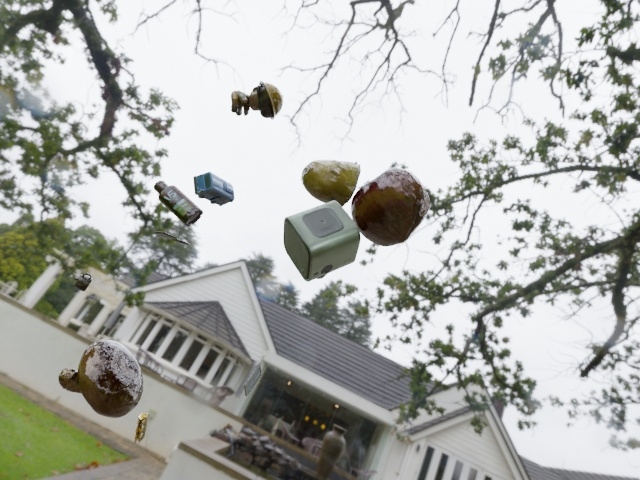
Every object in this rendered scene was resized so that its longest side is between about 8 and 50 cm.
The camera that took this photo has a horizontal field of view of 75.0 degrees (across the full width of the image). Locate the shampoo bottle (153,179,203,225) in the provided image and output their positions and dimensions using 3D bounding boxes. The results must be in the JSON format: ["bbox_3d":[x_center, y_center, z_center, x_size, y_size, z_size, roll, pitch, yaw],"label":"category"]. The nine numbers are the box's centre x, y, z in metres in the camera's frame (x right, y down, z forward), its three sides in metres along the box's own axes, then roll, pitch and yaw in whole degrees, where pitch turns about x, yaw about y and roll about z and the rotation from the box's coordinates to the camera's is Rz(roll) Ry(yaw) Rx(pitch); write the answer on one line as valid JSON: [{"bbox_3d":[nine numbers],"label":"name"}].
[{"bbox_3d":[-0.814,-0.221,2.358,0.323,0.129,0.084,41,-14,17],"label":"shampoo bottle"}]

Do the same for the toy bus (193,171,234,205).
[{"bbox_3d":[-0.568,-0.276,2.259,0.134,0.115,0.234,-17,-17,18],"label":"toy bus"}]

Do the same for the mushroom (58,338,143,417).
[{"bbox_3d":[-0.898,0.590,1.794,0.239,0.344,0.345,-20,-47,23],"label":"mushroom"}]

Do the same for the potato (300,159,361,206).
[{"bbox_3d":[0.035,-0.376,2.364,0.296,0.396,0.290,27,-52,-23],"label":"potato"}]

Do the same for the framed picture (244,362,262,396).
[{"bbox_3d":[-0.359,0.741,2.222,0.011,0.149,0.109,18,-48,20],"label":"framed picture"}]

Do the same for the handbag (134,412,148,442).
[{"bbox_3d":[-0.588,0.614,1.369,0.027,0.083,0.061,8,-12,-11],"label":"handbag"}]

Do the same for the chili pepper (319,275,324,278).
[{"bbox_3d":[0.000,0.049,2.133,0.248,0.257,0.233,46,-33,16],"label":"chili pepper"}]

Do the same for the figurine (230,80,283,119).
[{"bbox_3d":[-0.312,-0.695,2.060,0.257,0.167,0.192,5,-15,1],"label":"figurine"}]

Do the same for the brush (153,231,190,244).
[{"bbox_3d":[-0.649,-0.009,1.841,0.063,0.016,0.193,0,-18,26],"label":"brush"}]

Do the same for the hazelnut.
[{"bbox_3d":[0.352,-0.158,2.073,0.359,0.359,0.409,35,-37,-14],"label":"hazelnut"}]

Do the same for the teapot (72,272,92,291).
[{"bbox_3d":[-1.150,0.195,2.013,0.068,0.076,0.121,36,-64,-28],"label":"teapot"}]

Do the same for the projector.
[{"bbox_3d":[0.000,0.000,1.832,0.248,0.249,0.248,54,-27,31],"label":"projector"}]
